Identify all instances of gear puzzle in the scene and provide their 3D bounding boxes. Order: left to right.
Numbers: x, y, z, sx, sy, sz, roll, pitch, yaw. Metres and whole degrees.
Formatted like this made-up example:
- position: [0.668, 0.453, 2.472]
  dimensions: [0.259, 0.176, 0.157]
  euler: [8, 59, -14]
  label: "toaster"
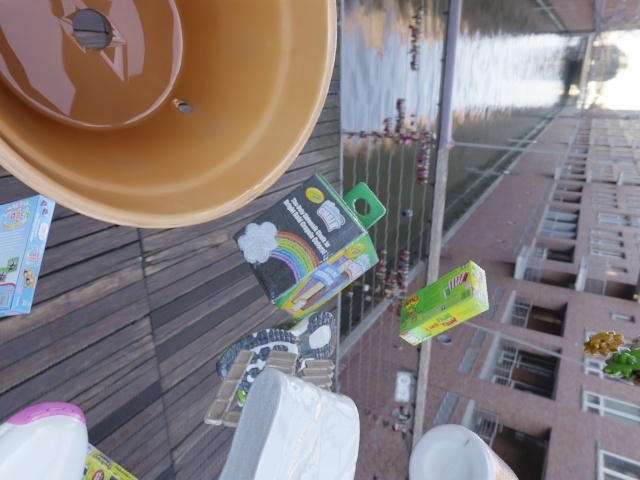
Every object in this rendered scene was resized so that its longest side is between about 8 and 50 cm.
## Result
- position: [0.670, 0.224, 0.888]
  dimensions: [0.175, 0.339, 0.044]
  euler: [-33, 96, -7]
  label: "gear puzzle"

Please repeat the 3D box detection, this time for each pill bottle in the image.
- position: [0.305, 0.492, 0.881]
  dimensions: [0.283, 0.161, 0.161]
  euler: [47, 57, -36]
  label: "pill bottle"

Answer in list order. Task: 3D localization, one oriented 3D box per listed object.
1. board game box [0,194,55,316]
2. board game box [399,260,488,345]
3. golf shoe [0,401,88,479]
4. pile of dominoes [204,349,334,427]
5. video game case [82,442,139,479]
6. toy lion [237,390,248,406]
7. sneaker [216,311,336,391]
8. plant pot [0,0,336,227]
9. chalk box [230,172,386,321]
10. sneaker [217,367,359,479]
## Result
- position: [-0.574, 0.032, 0.808]
  dimensions: [0.039, 0.159, 0.212]
  euler: [39, 47, -59]
  label: "board game box"
- position: [0.233, 0.123, 0.857]
  dimensions: [0.043, 0.181, 0.092]
  euler: [35, 41, -18]
  label: "board game box"
- position: [-0.279, 0.297, 0.378]
  dimensions: [0.115, 0.140, 0.307]
  euler: [29, 86, -46]
  label: "golf shoe"
- position: [-0.078, 0.278, 0.805]
  dimensions: [0.251, 0.195, 0.040]
  euler: [-70, 168, -76]
  label: "pile of dominoes"
- position: [-0.514, 0.597, 0.962]
  dimensions: [0.275, 0.248, 0.035]
  euler: [-62, 170, 5]
  label: "video game case"
- position: [-0.191, 0.395, 1.196]
  dimensions: [0.100, 0.034, 0.096]
  euler: [35, 28, -56]
  label: "toy lion"
- position: [-0.131, 0.297, 1.193]
  dimensions: [0.410, 0.181, 0.158]
  euler: [-4, 85, -52]
  label: "sneaker"
- position: [-0.159, -0.175, 0.363]
  dimensions: [0.290, 0.203, 0.291]
  euler: [-19, 118, -39]
  label: "plant pot"
- position: [0.000, 0.000, 0.927]
  dimensions: [0.288, 0.180, 0.179]
  euler: [-35, 154, -1]
  label: "chalk box"
- position: [-0.042, 0.318, 0.531]
  dimensions: [0.169, 0.108, 0.293]
  euler: [29, 77, -34]
  label: "sneaker"
